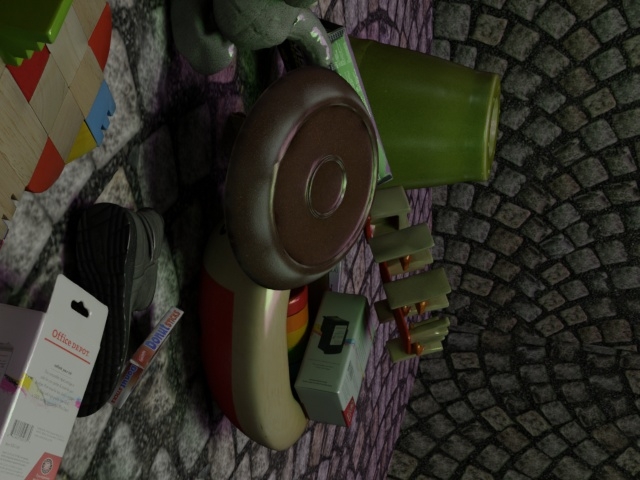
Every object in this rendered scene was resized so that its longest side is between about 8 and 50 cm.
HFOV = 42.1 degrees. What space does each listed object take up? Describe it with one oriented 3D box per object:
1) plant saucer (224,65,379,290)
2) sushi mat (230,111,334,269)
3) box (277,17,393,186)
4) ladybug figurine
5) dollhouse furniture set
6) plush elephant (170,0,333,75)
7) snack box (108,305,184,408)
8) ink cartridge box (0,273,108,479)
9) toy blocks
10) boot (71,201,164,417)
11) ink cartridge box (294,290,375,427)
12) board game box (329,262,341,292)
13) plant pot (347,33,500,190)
[{"bbox_3d":[-0.006,-0.076,1.123,0.310,0.050,0.311,-27,125,-47],"label":"plant saucer"},{"bbox_3d":[-0.058,-0.075,1.374,0.019,0.151,0.316,-48,148,-28],"label":"sushi mat"},{"bbox_3d":[0.016,-0.236,1.387,0.216,0.060,0.270,46,-20,59],"label":"box"},{"bbox_3d":[-0.091,0.130,1.315,0.305,0.162,0.449,-51,144,-61],"label":"ladybug figurine"},{"bbox_3d":[0.104,0.053,1.328,0.262,0.135,0.259,79,-4,-64],"label":"dollhouse furniture set"},{"bbox_3d":[-0.055,-0.343,1.088,0.330,0.272,0.255,16,65,-45],"label":"plush elephant"},{"bbox_3d":[-0.216,0.141,1.038,0.064,0.022,0.178,-57,-176,17],"label":"snack box"},{"bbox_3d":[-0.287,0.137,0.815,0.115,0.067,0.198,63,39,-63],"label":"ink cartridge box"},{"bbox_3d":[-0.255,-0.142,0.678,0.261,0.190,0.381,89,14,-66],"label":"toy blocks"},{"bbox_3d":[-0.232,0.077,0.971,0.161,0.083,0.247,28,72,-81],"label":"boot"},{"bbox_3d":[0.027,0.186,1.315,0.127,0.072,0.175,74,28,-52],"label":"ink cartridge box"},{"bbox_3d":[0.000,0.000,1.610,0.224,0.097,0.303,-73,166,-78],"label":"board game box"},{"bbox_3d":[0.212,-0.267,1.852,0.366,0.353,0.366,6,90,-74],"label":"plant pot"}]
